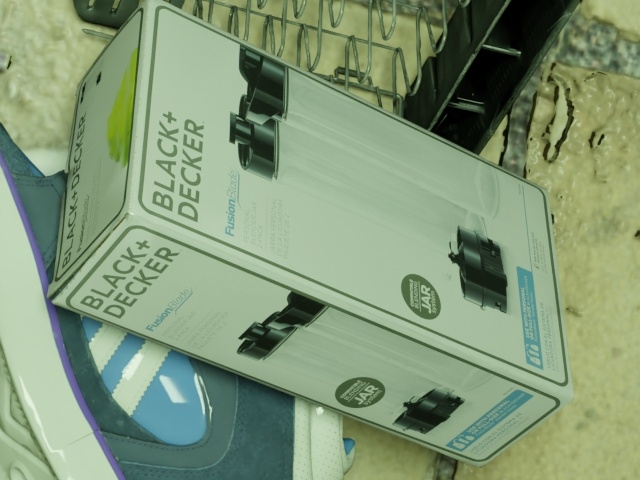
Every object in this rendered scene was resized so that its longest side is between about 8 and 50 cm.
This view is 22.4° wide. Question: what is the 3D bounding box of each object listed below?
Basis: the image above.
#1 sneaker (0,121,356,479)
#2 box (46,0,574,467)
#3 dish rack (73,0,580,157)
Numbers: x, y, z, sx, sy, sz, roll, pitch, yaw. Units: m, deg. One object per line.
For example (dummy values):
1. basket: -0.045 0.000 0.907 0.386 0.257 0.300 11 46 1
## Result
1. sneaker: -0.101 0.038 0.963 0.236 0.130 0.322 -19 82 -37
2. box: 0.000 0.000 0.916 0.290 0.087 0.169 24 44 -24
3. dish rack: -0.004 -0.148 0.923 0.272 0.074 0.208 12 136 -17
